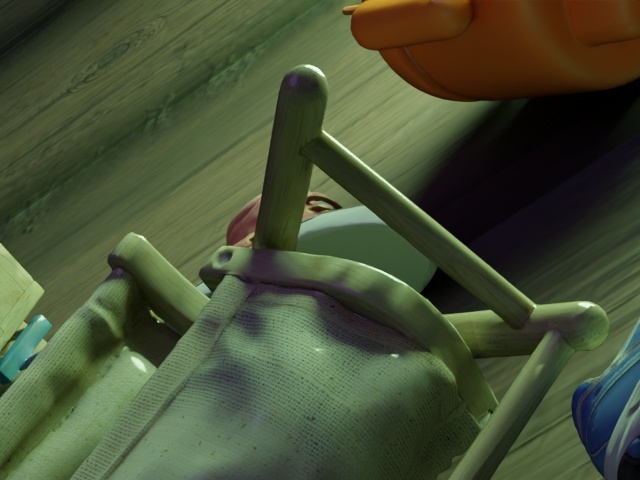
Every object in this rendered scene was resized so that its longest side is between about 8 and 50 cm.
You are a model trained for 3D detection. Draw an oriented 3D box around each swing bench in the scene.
[{"bbox_3d":[-0.060,0.103,0.777,0.253,0.165,0.254,-52,6,-27],"label":"swing bench"}]

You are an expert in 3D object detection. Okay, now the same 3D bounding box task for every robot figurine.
[{"bbox_3d":[0.108,-0.137,1.037,0.219,0.128,0.158,0,55,57],"label":"robot figurine"}]

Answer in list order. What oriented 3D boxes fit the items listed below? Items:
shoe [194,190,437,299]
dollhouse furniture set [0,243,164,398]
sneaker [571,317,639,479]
[{"bbox_3d":[0.000,0.000,1.022,0.178,0.063,0.081,-25,31,43],"label":"shoe"},{"bbox_3d":[-0.183,0.052,1.055,0.129,0.184,0.129,-16,31,45],"label":"dollhouse furniture set"},{"bbox_3d":[0.171,0.012,0.704,0.211,0.080,0.081,-41,23,-4],"label":"sneaker"}]
